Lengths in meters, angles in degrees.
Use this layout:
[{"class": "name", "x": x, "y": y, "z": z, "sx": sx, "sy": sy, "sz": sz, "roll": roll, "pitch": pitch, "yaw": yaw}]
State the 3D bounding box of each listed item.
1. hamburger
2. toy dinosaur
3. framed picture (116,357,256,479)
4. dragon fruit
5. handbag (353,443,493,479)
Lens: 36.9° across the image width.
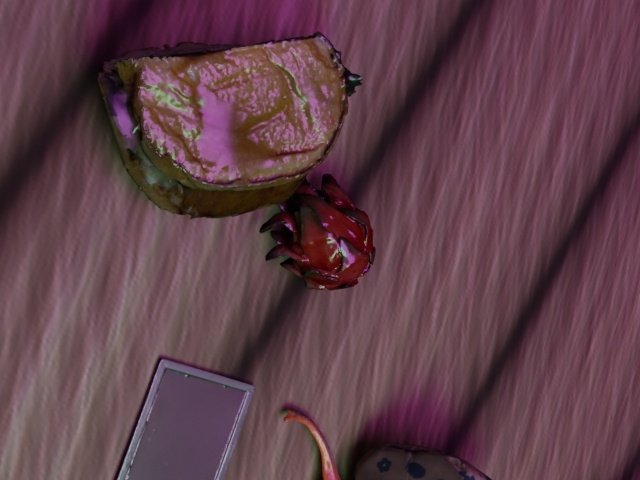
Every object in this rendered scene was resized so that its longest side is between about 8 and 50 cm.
[{"class": "hamburger", "x": -0.101, "y": -0.132, "z": 1.125, "sx": 0.309, "sy": 0.132, "sz": 0.211, "roll": -13, "pitch": 104, "yaw": -28}, {"class": "toy dinosaur", "x": 0.006, "y": 0.355, "z": 1.301, "sx": 0.101, "sy": 0.055, "sz": 0.279, "roll": -47, "pitch": 122, "yaw": -36}, {"class": "framed picture", "x": -0.172, "y": 0.252, "z": 1.210, "sx": 0.142, "sy": 0.011, "sz": 0.183, "roll": 22, "pitch": 86, "yaw": -30}, {"class": "dragon fruit", "x": 0.006, "y": -0.004, "z": 1.223, "sx": 0.121, "sy": 0.130, "sz": 0.142, "roll": -40, "pitch": 121, "yaw": 18}, {"class": "handbag", "x": 0.149, "y": 0.417, "z": 1.290, "sx": 0.193, "sy": 0.190, "sz": 0.251, "roll": 37, "pitch": 57, "yaw": -51}]
